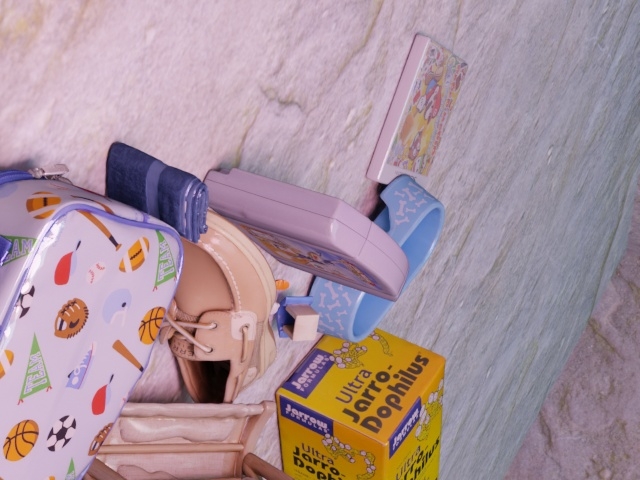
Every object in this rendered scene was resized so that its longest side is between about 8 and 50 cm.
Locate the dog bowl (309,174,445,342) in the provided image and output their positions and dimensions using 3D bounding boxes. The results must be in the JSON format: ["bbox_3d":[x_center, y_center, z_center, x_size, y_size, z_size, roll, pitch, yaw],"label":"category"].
[{"bbox_3d":[0.091,0.034,1.674,0.297,0.074,0.166,-49,154,-27],"label":"dog bowl"}]

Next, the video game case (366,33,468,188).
[{"bbox_3d":[0.155,-0.190,1.708,0.206,0.026,0.227,7,103,-66],"label":"video game case"}]

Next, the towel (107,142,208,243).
[{"bbox_3d":[-0.159,-0.047,1.059,0.029,0.119,0.067,-31,137,-44],"label":"towel"}]

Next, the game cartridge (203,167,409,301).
[{"bbox_3d":[0.000,0.000,1.333,0.062,0.198,0.297,-64,155,-8],"label":"game cartridge"}]

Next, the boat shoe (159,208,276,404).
[{"bbox_3d":[-0.122,0.090,1.246,0.110,0.121,0.341,-55,154,-29],"label":"boat shoe"}]

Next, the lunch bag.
[{"bbox_3d":[-0.256,0.084,0.977,0.243,0.115,0.303,17,95,-64],"label":"lunch bag"}]

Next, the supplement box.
[{"bbox_3d":[0.068,0.328,1.752,0.194,0.195,0.357,-49,149,-37],"label":"supplement box"}]

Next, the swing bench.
[{"bbox_3d":[-0.118,0.308,1.218,0.253,0.254,0.165,9,115,-44],"label":"swing bench"}]

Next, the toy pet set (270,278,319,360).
[{"bbox_3d":[-0.062,0.098,1.483,0.114,0.065,0.122,0,111,-27],"label":"toy pet set"}]
